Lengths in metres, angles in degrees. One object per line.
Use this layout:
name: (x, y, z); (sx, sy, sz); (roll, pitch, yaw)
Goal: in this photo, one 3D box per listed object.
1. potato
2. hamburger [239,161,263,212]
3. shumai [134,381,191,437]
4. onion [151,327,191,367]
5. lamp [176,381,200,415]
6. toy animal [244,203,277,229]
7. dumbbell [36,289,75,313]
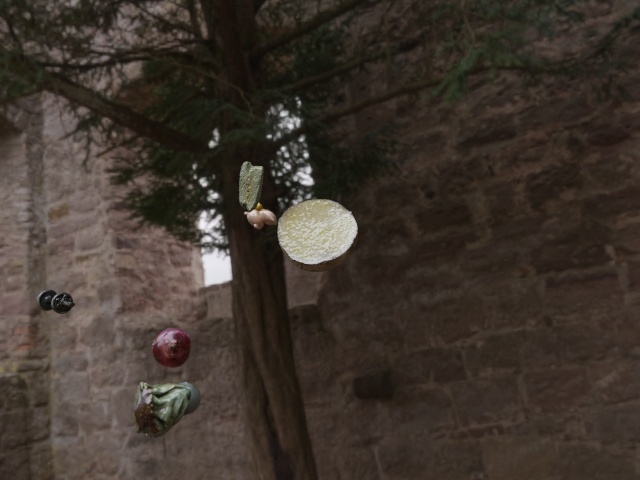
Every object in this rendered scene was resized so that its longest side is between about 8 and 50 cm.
potato: (0.000, 0.000, 1.848); (0.239, 0.299, 0.116); (-22, -48, -4)
hamburger: (-0.170, -0.126, 1.513); (0.054, 0.121, 0.084); (6, -4, -2)
shumai: (-0.476, 0.463, 1.746); (0.184, 0.184, 0.142); (-19, -49, 38)
onion: (-0.559, 0.397, 2.311); (0.150, 0.150, 0.140); (-7, -18, -7)
lamp: (-0.432, 0.501, 1.953); (0.105, 0.105, 0.105); (-8, -13, -2)
toy animal: (-0.212, -0.071, 2.181); (0.082, 0.114, 0.091); (-49, -17, -24)
dumbbell: (-0.963, 0.222, 2.245); (0.254, 0.082, 0.081); (2, -3, 40)
